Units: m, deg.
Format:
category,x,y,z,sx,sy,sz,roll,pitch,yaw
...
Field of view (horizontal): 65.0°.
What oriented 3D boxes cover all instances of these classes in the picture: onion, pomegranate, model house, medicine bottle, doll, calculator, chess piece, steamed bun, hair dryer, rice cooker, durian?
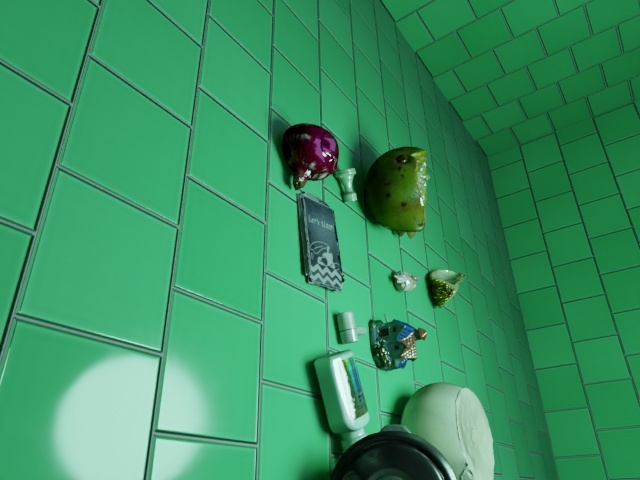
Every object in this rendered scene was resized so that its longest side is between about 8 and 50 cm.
category,x,y,z,sx,sy,sz,roll,pitch,yaw
onion,-0.021,-0.225,1.366,0.173,0.135,0.198,39,44,-38
pomegranate,0.262,-0.149,1.736,0.358,0.216,0.309,83,12,-50
model house,0.236,0.295,1.471,0.119,0.149,0.148,33,45,-46
medicine bottle,0.058,0.383,1.195,0.121,0.083,0.229,2,72,-61
doll,0.297,0.138,1.724,0.127,0.084,0.073,26,51,-60
calculator,-0.001,0.000,1.379,0.166,0.028,0.274,24,51,-47
chess piece,0.087,-0.175,1.590,0.067,0.067,0.103,-17,97,-60
steamed bun,0.354,0.573,1.444,0.324,0.206,0.324,39,40,-42
hair dryer,0.093,0.240,1.377,0.137,0.047,0.082,21,55,-60
rice cooker,0.159,0.547,1.046,0.316,0.264,0.316,-2,90,-76
durian,0.502,0.186,1.981,0.252,0.139,0.144,-10,86,-60

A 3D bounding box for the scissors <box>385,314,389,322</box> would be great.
category,x,y,z,sx,sy,sz,roll,pitch,yaw
scissors,0.219,0.271,1.598,0.036,0.006,0.083,-25,95,-58
